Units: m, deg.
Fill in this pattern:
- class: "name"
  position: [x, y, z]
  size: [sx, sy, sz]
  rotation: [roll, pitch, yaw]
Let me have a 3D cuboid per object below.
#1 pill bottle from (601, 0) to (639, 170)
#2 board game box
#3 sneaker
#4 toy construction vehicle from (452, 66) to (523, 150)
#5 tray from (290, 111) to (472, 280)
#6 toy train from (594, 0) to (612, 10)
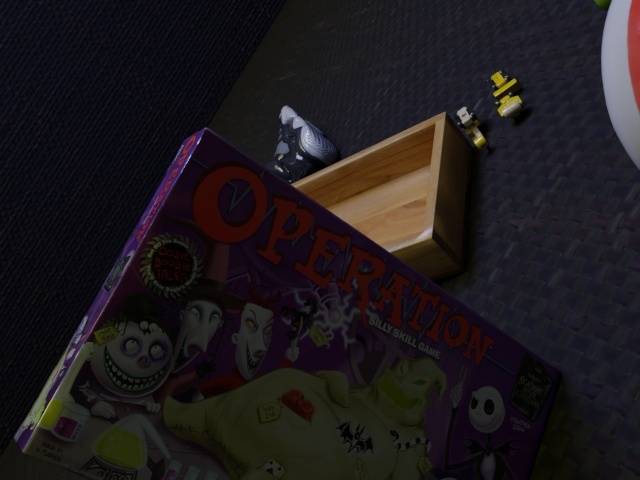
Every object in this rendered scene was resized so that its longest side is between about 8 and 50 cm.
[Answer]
- class: "pill bottle"
  position: [0.324, -0.122, 0.325]
  size: [0.323, 0.181, 0.182]
  rotation: [-10, 51, 60]
- class: "board game box"
  position: [0.012, 0.108, 0.445]
  size: [0.056, 0.346, 0.208]
  rotation: [-16, 47, 57]
- class: "sneaker"
  position: [-0.065, -0.166, 1.286]
  size: [0.153, 0.101, 0.268]
  rotation: [-50, 26, 10]
- class: "toy construction vehicle"
  position: [0.213, -0.160, 0.810]
  size: [0.086, 0.035, 0.098]
  rotation: [-37, 30, 18]
- class: "tray"
  position: [0.000, 0.000, 0.871]
  size: [0.410, 0.076, 0.203]
  rotation: [-22, 40, 37]
- class: "toy train"
  position: [0.328, -0.284, 0.654]
  size: [0.143, 0.105, 0.248]
  rotation: [-46, 23, 51]
